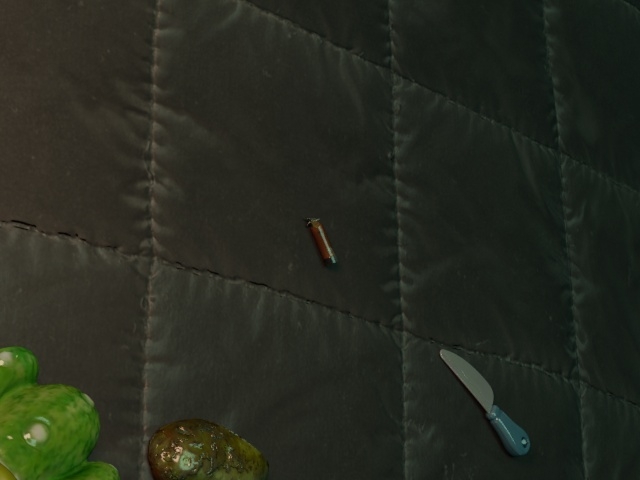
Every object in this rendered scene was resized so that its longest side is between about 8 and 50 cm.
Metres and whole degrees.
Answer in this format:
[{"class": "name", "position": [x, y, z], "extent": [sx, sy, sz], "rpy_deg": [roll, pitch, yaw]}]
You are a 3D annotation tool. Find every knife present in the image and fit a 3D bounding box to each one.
[{"class": "knife", "position": [0.283, 0.271, 2.218], "extent": [0.244, 0.032, 0.058], "rpy_deg": [53, 46, -11]}]

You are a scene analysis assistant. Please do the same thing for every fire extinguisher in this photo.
[{"class": "fire extinguisher", "position": [0.000, 0.000, 2.029], "extent": [0.028, 0.022, 0.083], "rpy_deg": [-24, 93, -18]}]

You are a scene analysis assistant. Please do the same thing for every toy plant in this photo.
[{"class": "toy plant", "position": [-0.350, 0.259, 1.457], "extent": [0.224, 0.184, 0.316], "rpy_deg": [41, 35, -3]}]

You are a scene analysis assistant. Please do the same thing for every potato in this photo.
[{"class": "potato", "position": [-0.140, 0.299, 1.739], "extent": [0.198, 0.054, 0.119], "rpy_deg": [32, 51, -34]}]
